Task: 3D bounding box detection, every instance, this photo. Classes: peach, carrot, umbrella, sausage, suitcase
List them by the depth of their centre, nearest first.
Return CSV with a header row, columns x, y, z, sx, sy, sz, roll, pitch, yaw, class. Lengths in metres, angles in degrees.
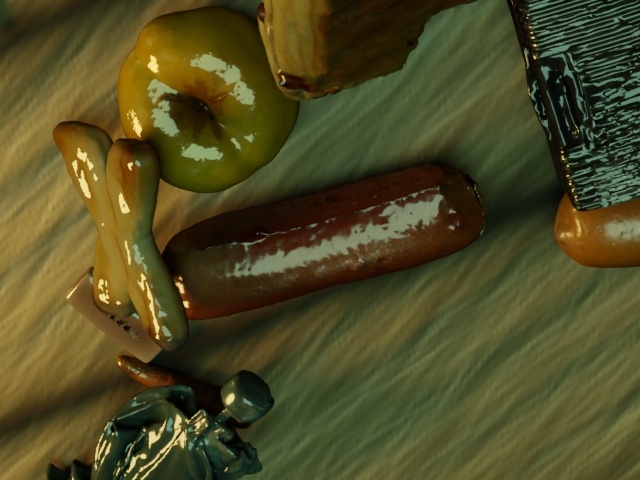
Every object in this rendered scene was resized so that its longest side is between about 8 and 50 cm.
x,y,z,sx,sy,sz,roll,pitch,yaw,class
0.350,-0.180,1.150,0.335,0.152,0.229,-16,109,12,suitcase
-0.110,-0.134,1.219,0.179,0.103,0.179,1,109,3,peach
0.345,-0.026,1.243,0.238,0.098,0.098,-7,112,5,sausage
0.000,0.000,1.272,0.330,0.102,0.102,-14,111,9,sausage
-0.170,0.236,1.362,0.143,0.094,0.349,33,124,-23,umbrella
-0.145,0.162,1.380,0.165,0.035,0.035,23,112,-5,carrot

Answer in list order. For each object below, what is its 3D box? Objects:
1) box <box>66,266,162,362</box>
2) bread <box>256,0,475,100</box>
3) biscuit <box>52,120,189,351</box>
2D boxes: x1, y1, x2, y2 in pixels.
x,y,z,sx,sy,sz,roll,pitch,yaw,class
-0.212,0.080,1.356,0.115,0.025,0.048,42,107,-12,box
0.081,-0.290,1.044,0.314,0.370,0.191,-24,73,-9,bread
-0.188,-0.008,1.236,0.047,0.164,0.207,-24,119,-34,biscuit
